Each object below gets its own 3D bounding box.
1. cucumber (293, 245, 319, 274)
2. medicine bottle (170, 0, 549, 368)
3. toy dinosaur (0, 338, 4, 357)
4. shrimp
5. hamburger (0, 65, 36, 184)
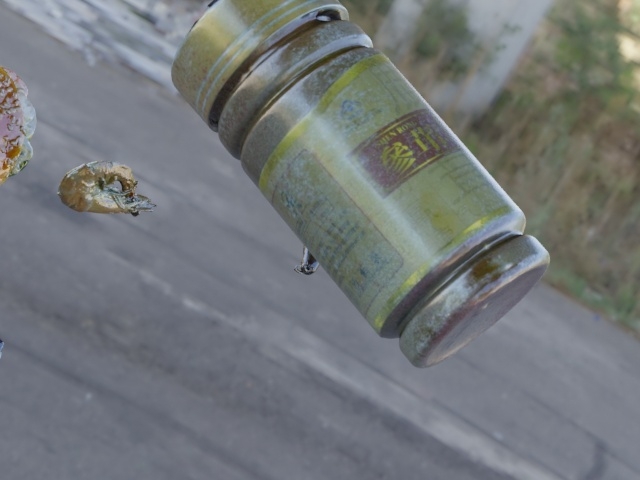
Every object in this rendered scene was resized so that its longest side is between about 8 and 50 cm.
[{"bbox_3d":[0.000,0.000,1.707,0.163,0.039,0.043,-75,145,-55],"label":"cucumber"},{"bbox_3d":[0.032,-0.061,1.202,0.322,0.151,0.151,50,18,15],"label":"medicine bottle"},{"bbox_3d":[-0.398,0.114,1.624,0.076,0.147,0.363,20,10,-23],"label":"toy dinosaur"},{"bbox_3d":[-0.298,-0.073,2.108,0.180,0.099,0.041,19,30,-53],"label":"shrimp"},{"bbox_3d":[-0.512,-0.162,2.052,0.237,0.236,0.147,20,-16,-37],"label":"hamburger"}]
